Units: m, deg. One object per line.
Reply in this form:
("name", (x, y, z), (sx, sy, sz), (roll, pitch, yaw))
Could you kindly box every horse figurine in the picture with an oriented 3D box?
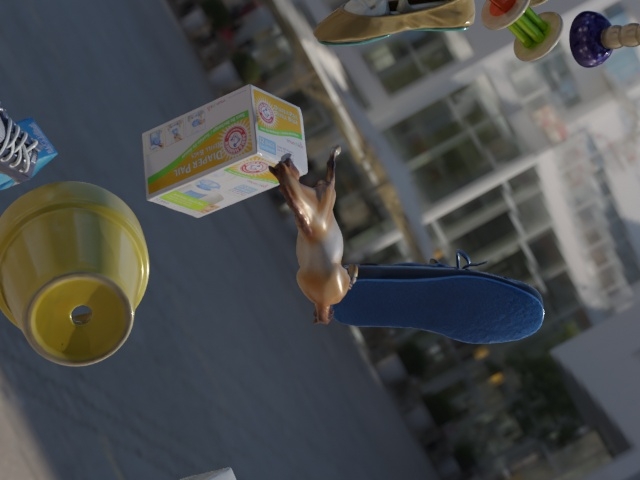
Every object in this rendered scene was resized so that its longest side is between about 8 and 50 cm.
("horse figurine", (0.000, 0.000, 1.823), (0.174, 0.066, 0.263), (-59, 146, -66))

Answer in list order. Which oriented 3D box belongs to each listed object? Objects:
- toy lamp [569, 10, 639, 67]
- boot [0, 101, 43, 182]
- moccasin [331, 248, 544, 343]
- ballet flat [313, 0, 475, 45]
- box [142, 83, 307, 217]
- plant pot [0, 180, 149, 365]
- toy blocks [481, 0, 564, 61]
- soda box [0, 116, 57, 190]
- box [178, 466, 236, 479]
("toy lamp", (0.415, -0.244, 1.673), (0.274, 0.080, 0.080), (4, -49, 49))
("boot", (-0.298, -0.099, 1.364), (0.086, 0.069, 0.190), (25, -8, -14))
("moccasin", (0.178, 0.072, 2.271), (0.117, 0.342, 0.138), (-85, -175, -64))
("ballet flat", (0.099, -0.315, 1.965), (0.080, 0.232, 0.073), (-128, -147, -55))
("box", (-0.132, -0.120, 1.991), (0.114, 0.203, 0.103), (20, 56, -51))
("plant pot", (-0.381, 0.068, 2.247), (0.254, 0.254, 0.239), (61, -1, -29))
("toy blocks", (0.151, -0.244, 1.274), (0.148, 0.054, 0.123), (37, 46, -33))
("soda box", (-0.453, -0.103, 1.963), (0.067, 0.071, 0.210), (55, 30, 3))
("box", (-0.196, 0.457, 2.150), (0.181, 0.119, 0.182), (-22, 92, -49))
